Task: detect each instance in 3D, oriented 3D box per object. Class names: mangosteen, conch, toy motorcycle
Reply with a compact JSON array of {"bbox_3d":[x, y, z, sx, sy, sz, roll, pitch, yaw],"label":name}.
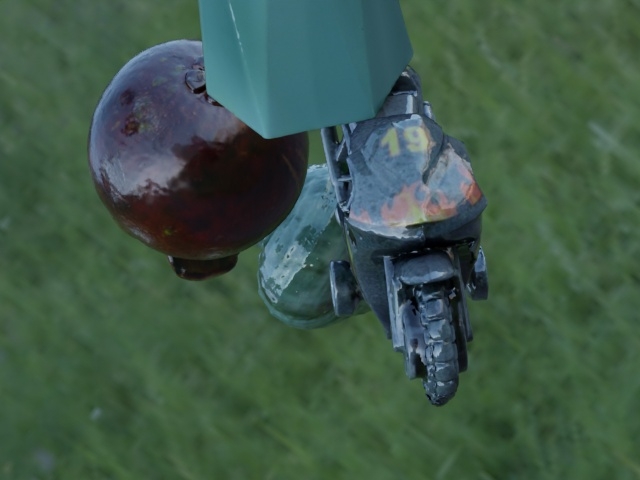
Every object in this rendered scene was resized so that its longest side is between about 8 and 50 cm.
[{"bbox_3d":[-0.121,-0.065,1.777,0.257,0.215,0.215,108,-174,-47],"label":"mangosteen"},{"bbox_3d":[0.000,0.000,2.190,0.195,0.277,0.220,-27,30,55],"label":"conch"},{"bbox_3d":[0.057,-0.021,1.248,0.307,0.108,0.173,-105,7,-65],"label":"toy motorcycle"}]

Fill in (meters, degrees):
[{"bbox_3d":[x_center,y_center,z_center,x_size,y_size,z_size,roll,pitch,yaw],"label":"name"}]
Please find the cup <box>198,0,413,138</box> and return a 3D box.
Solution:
[{"bbox_3d":[-0.024,-0.198,1.232,0.134,0.235,0.148,-35,49,-22],"label":"cup"}]
